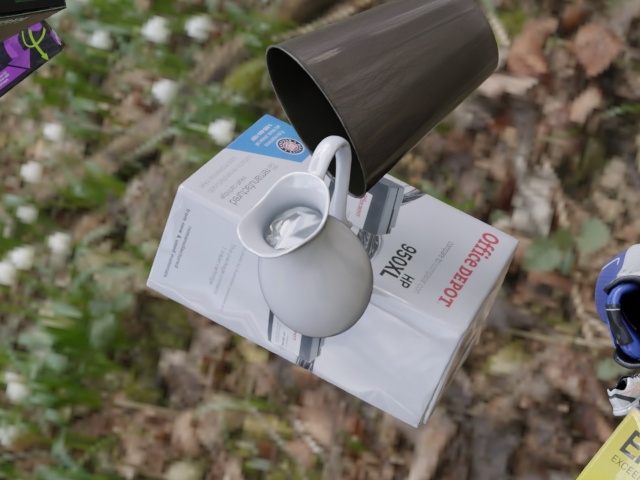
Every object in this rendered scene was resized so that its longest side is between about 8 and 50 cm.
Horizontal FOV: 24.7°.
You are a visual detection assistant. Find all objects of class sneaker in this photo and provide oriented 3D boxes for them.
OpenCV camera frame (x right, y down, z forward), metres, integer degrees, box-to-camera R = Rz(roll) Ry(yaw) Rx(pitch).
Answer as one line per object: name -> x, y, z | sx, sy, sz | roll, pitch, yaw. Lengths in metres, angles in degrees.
sneaker -> 0.380, 0.066, 1.673 | 0.315, 0.182, 0.127 | -179, 79, -68
sneaker -> 0.447, 0.202, 2.051 | 0.040, 0.109, 0.044 | -11, 108, 59

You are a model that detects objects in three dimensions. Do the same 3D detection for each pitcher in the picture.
pitcher -> 0.000, 0.000, 1.609 | 0.178, 0.125, 0.207 | -56, -30, -21

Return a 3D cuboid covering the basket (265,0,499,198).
basket -> 0.082, -0.195, 1.712 | 0.227, 0.204, 0.154 | -34, 8, -17

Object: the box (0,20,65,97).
box -> -0.418, -0.272, 1.838 | 0.116, 0.162, 0.029 | -35, 18, 13

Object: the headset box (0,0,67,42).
headset box -> -0.421, -0.222, 1.342 | 0.283, 0.246, 0.131 | -14, 92, 47

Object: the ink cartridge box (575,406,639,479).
ink cartridge box -> 0.358, 0.289, 1.326 | 0.307, 0.072, 0.303 | -54, 45, 1

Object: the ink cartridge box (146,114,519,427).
ink cartridge box -> 0.025, 0.029, 1.882 | 0.285, 0.395, 0.166 | -48, -17, -58
